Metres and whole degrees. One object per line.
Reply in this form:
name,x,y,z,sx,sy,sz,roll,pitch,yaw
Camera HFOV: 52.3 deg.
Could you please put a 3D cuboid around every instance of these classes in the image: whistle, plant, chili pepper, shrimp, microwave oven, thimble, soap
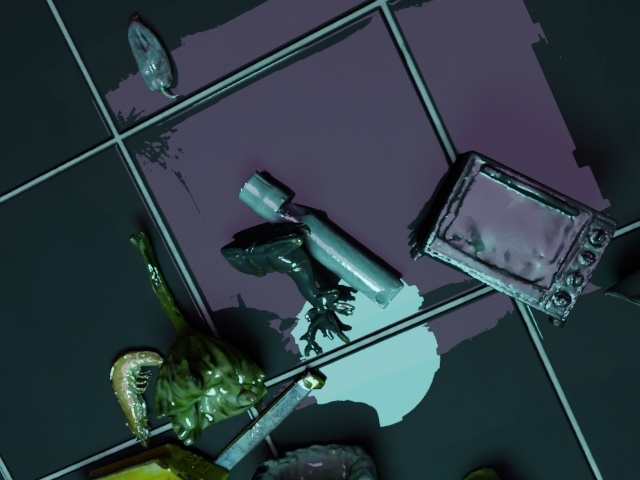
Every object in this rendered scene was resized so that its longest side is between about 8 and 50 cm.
whistle,0.000,0.000,1.081,0.312,0.062,0.062,38,100,0
plant,-0.200,0.164,1.115,0.180,0.251,0.333,-11,59,-10
chili pepper,-0.282,-0.305,1.081,0.050,0.041,0.153,-24,96,-33
shrimp,-0.305,0.280,1.173,0.124,0.034,0.178,-19,91,2
microwave oven,0.282,-0.009,0.983,0.247,0.188,0.178,26,101,2
thimble,0.001,0.439,1.069,0.237,0.237,0.150,-9,100,8
soap,-0.289,0.457,1.159,0.257,0.080,0.160,-22,97,14

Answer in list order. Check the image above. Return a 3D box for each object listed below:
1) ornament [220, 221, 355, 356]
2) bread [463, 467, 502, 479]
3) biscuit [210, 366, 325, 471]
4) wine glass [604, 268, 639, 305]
ornament,-0.048,0.089,1.081,0.202,0.080,0.236,-8,120,44
bread,0.284,0.457,1.086,0.111,0.114,0.129,-30,94,10
biscuit,-0.106,0.334,1.158,0.048,0.026,0.292,45,102,0
wine glass,0.615,-0.054,0.914,0.267,0.267,0.406,23,96,3
